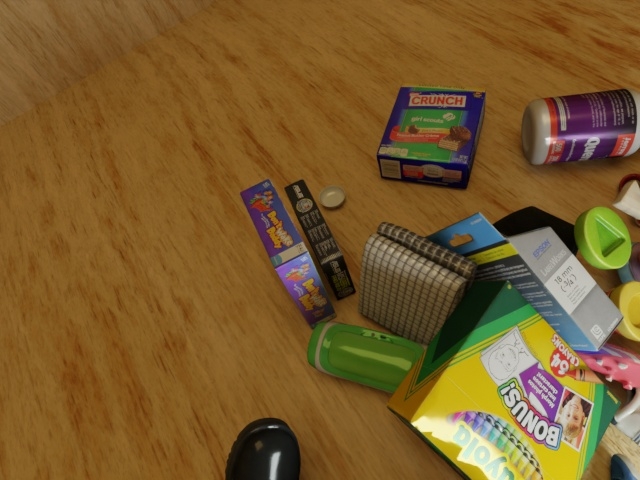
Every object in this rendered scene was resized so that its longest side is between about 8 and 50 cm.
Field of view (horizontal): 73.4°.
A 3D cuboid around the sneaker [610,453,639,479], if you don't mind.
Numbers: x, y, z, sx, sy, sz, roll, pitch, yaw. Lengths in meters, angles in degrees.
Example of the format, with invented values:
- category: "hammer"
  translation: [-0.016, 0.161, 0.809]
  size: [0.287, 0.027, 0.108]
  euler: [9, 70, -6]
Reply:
- category: "sneaker"
  translation: [0.552, 0.483, 0.804]
  size: [0.084, 0.058, 0.152]
  euler: [-2, 65, 3]

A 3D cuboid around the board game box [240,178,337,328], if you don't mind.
- category: "board game box"
  translation: [-0.070, 0.047, 1.061]
  size: [0.078, 0.347, 0.233]
  euler: [-27, 57, -4]

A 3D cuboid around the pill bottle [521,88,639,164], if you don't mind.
- category: "pill bottle"
  translation: [0.738, -0.311, 1.176]
  size: [0.323, 0.181, 0.181]
  euler: [-3, 58, 13]

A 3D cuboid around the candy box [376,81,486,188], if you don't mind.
- category: "candy box"
  translation: [0.347, -0.331, 1.324]
  size: [0.268, 0.122, 0.317]
  euler: [11, 61, 21]

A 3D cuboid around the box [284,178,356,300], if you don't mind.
- category: "box"
  translation: [0.000, 0.000, 1.150]
  size: [0.060, 0.216, 0.270]
  euler: [-25, 55, -3]

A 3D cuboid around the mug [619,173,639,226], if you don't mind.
- category: "mug"
  translation: [0.852, -0.111, 1.087]
  size: [0.113, 0.150, 0.169]
  euler: [33, 72, -10]

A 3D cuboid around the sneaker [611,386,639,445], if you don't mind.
- category: "sneaker"
  translation: [0.682, 0.289, 0.871]
  size: [0.091, 0.094, 0.258]
  euler: [34, 70, 32]

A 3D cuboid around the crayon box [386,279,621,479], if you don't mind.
- category: "crayon box"
  translation: [0.355, 0.311, 0.813]
  size: [0.363, 0.106, 0.313]
  euler: [44, 72, -10]

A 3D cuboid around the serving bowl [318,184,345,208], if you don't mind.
- category: "serving bowl"
  translation: [0.038, -0.131, 1.334]
  size: [0.083, 0.027, 0.083]
  euler: [-7, 58, 11]

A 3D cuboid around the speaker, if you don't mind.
- category: "speaker"
  translation: [0.125, 0.277, 1.002]
  size: [0.296, 0.131, 0.131]
  euler: [11, 62, 20]

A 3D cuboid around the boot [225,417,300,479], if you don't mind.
- category: "boot"
  translation: [-0.031, 0.557, 0.661]
  size: [0.146, 0.367, 0.445]
  euler: [0, 13, -25]

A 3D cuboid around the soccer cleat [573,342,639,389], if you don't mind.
- category: "soccer cleat"
  translation: [0.584, 0.237, 0.897]
  size: [0.248, 0.083, 0.095]
  euler: [2, 39, 46]

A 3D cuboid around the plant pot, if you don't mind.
- category: "plant pot"
  translation: [0.507, 0.029, 1.034]
  size: [0.188, 0.187, 0.167]
  euler: [33, 58, 30]

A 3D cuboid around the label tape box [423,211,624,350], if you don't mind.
- category: "label tape box"
  translation: [0.406, 0.069, 0.904]
  size: [0.106, 0.240, 0.334]
  euler: [-39, 89, -18]

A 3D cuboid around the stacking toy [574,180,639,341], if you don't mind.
- category: "stacking toy"
  translation: [0.646, 0.045, 0.949]
  size: [0.309, 0.130, 0.279]
  euler: [-29, 87, -26]

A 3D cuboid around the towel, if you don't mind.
- category: "towel"
  translation: [0.217, 0.111, 0.994]
  size: [0.235, 0.284, 0.121]
  euler: [28, 53, 26]
